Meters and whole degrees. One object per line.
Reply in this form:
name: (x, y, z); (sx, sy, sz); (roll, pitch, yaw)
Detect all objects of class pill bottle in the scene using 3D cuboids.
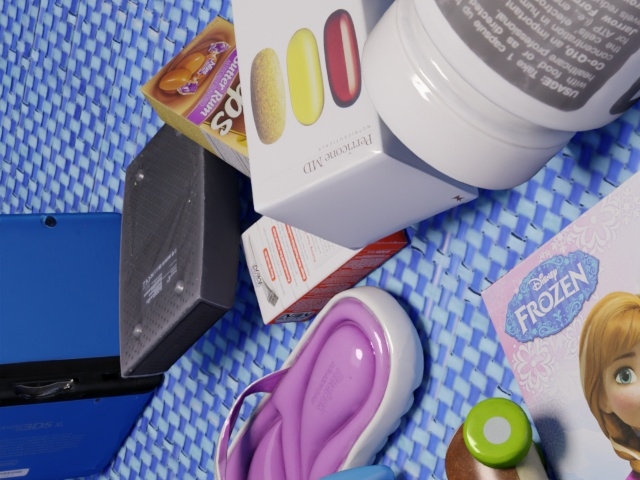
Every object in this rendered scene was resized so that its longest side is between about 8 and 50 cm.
pill bottle: (0.192, -0.209, 1.345); (0.361, 0.204, 0.204); (-49, 56, 39)

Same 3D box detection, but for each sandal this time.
sandal: (-0.043, 0.207, 1.727); (0.169, 0.102, 0.416); (49, 127, 37)

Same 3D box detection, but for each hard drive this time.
hard drive: (-0.137, -0.005, 1.812); (0.172, 0.054, 0.255); (-44, 37, 42)

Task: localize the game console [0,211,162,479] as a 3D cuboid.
game console: (-0.329, 0.117, 1.921); (0.250, 0.293, 0.173); (-56, 50, 36)

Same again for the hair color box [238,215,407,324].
hair color box: (0.000, 0.000, 1.704); (0.167, 0.053, 0.093); (-38, 62, 43)

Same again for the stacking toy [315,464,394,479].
stacking toy: (0.078, 0.346, 1.577); (0.302, 0.175, 0.166); (37, 124, 27)

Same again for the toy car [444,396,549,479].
toy car: (0.095, 0.224, 1.456); (0.188, 0.155, 0.149); (-22, 69, 4)

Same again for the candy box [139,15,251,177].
candy box: (-0.071, -0.131, 1.741); (0.109, 0.053, 0.186); (-45, 46, -13)

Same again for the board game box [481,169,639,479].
board game box: (0.286, 0.101, 1.353); (0.318, 0.066, 0.318); (-42, 60, 43)

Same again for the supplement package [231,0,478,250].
supplement package: (0.025, -0.137, 1.550); (0.139, 0.134, 0.244); (-25, 60, 33)
